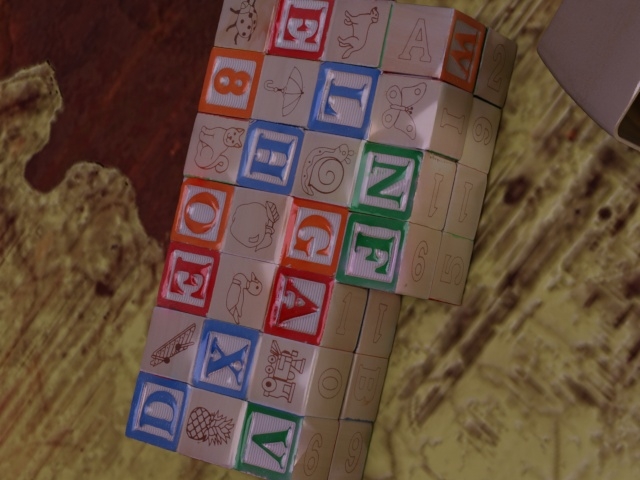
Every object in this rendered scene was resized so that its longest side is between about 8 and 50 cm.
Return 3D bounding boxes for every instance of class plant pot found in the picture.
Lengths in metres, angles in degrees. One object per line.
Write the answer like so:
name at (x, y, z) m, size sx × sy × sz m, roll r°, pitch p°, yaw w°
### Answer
plant pot at (0.189, -0.110, 1.010) m, size 0.096 × 0.109 × 0.109 m, roll 38°, pitch 102°, yaw 43°

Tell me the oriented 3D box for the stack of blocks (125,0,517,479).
stack of blocks at (0.000, 0.000, 1.113) m, size 0.171 × 0.087 × 0.297 m, roll 12°, pitch 88°, yaw 33°
